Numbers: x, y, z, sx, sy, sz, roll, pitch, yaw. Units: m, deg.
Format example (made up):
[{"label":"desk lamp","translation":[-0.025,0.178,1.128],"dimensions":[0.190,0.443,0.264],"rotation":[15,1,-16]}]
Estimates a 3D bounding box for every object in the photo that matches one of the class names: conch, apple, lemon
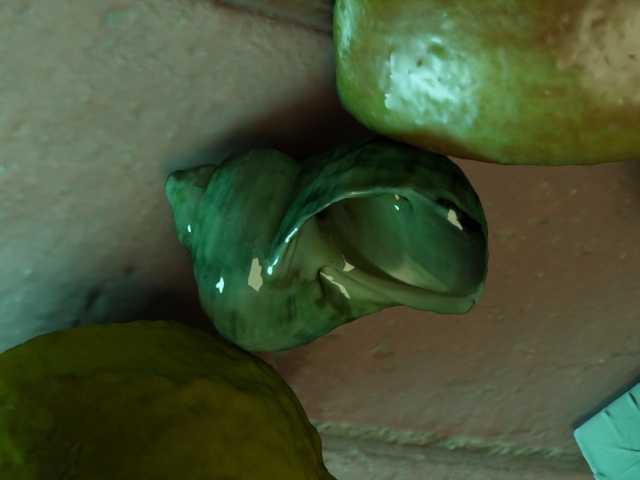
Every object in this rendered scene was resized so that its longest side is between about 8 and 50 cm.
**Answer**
[{"label":"conch","translation":[0.003,-0.003,0.790],"dimensions":[0.188,0.122,0.176],"rotation":[-8,163,2]},{"label":"apple","translation":[0.169,-0.167,0.720],"dimensions":[0.346,0.254,0.179],"rotation":[-18,171,-3]},{"label":"lemon","translation":[-0.139,0.186,0.821],"dimensions":[0.322,0.268,0.268],"rotation":[-8,129,-11]}]

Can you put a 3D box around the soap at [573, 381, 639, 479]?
[{"label":"soap","translation":[0.327,0.142,0.999],"dimensions":[0.230,0.145,0.091],"rotation":[-40,127,15]}]
